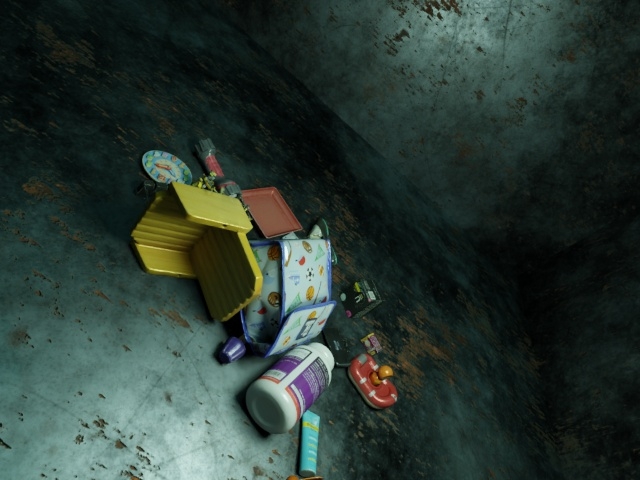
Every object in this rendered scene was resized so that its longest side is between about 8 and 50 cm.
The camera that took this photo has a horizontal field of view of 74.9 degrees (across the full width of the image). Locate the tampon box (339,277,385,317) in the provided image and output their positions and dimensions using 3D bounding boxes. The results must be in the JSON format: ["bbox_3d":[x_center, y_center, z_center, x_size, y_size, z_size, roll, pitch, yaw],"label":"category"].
[{"bbox_3d":[0.189,0.264,1.911,0.101,0.161,0.120,8,49,-43],"label":"tampon box"}]

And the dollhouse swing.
[{"bbox_3d":[-0.397,0.066,1.308,0.315,0.347,0.304,14,51,-40],"label":"dollhouse swing"}]

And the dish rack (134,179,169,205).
[{"bbox_3d":[-0.553,-0.099,1.543,0.208,0.074,0.271,4,55,-44],"label":"dish rack"}]

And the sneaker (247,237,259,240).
[{"bbox_3d":[-0.254,0.100,1.571,0.316,0.182,0.127,34,38,-19],"label":"sneaker"}]

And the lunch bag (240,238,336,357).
[{"bbox_3d":[-0.109,0.187,1.463,0.328,0.239,0.385,-1,91,-58],"label":"lunch bag"}]

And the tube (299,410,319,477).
[{"bbox_3d":[-0.037,0.664,1.379,0.080,0.052,0.207,44,27,-26],"label":"tube"}]

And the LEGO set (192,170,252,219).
[{"bbox_3d":[-0.373,-0.138,1.575,0.254,0.192,0.331,61,12,-16],"label":"LEGO set"}]

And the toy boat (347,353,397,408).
[{"bbox_3d":[0.230,0.554,1.679,0.231,0.151,0.151,54,35,8],"label":"toy boat"}]

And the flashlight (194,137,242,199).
[{"bbox_3d":[-0.447,-0.305,1.819,0.103,0.103,0.304,-23,77,-19],"label":"flashlight"}]

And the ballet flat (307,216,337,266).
[{"bbox_3d":[0.000,0.000,2.031,0.096,0.095,0.280,1,55,-32],"label":"ballet flat"}]

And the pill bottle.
[{"bbox_3d":[-0.085,0.472,1.390,0.181,0.181,0.323,53,34,7],"label":"pill bottle"}]

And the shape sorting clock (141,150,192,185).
[{"bbox_3d":[-0.614,-0.287,1.684,0.206,0.040,0.206,29,39,-26],"label":"shape sorting clock"}]

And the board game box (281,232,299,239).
[{"bbox_3d":[-0.129,0.012,1.937,0.090,0.020,0.090,50,34,4],"label":"board game box"}]

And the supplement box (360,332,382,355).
[{"bbox_3d":[0.226,0.462,1.852,0.043,0.055,0.083,-10,63,-50],"label":"supplement box"}]

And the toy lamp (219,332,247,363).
[{"bbox_3d":[-0.250,0.324,1.447,0.080,0.080,0.275,47,34,-1],"label":"toy lamp"}]

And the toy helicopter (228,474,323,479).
[{"bbox_3d":[-0.117,0.736,1.142,0.355,0.140,0.235,34,35,-15],"label":"toy helicopter"}]

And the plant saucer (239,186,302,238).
[{"bbox_3d":[-0.239,-0.124,1.927,0.258,0.048,0.259,-18,69,-53],"label":"plant saucer"}]

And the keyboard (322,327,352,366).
[{"bbox_3d":[0.074,0.436,1.716,0.108,0.023,0.180,10,40,-34],"label":"keyboard"}]
